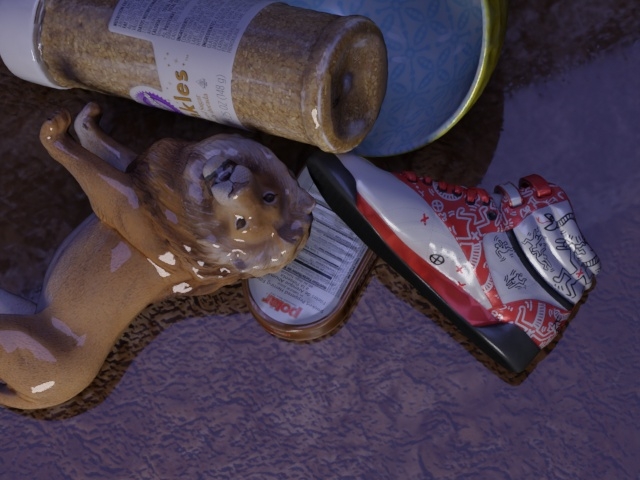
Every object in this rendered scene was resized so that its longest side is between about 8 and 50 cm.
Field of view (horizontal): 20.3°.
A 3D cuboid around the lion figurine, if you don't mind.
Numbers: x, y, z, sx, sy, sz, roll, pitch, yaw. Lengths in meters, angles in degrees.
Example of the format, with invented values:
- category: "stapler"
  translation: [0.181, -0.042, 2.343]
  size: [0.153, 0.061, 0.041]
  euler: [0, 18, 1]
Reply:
- category: "lion figurine"
  translation: [-0.200, 0.034, 1.600]
  size: [0.240, 0.142, 0.392]
  euler: [44, 103, 6]

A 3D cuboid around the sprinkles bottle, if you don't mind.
- category: "sprinkles bottle"
  translation: [-0.118, -0.169, 1.581]
  size: [0.355, 0.121, 0.121]
  euler: [15, 78, 29]

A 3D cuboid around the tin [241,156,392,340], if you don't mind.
- category: "tin"
  translation: [0.000, 0.000, 1.632]
  size: [0.106, 0.040, 0.190]
  euler: [27, 81, 15]

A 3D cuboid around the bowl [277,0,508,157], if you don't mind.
- category: "bowl"
  translation: [0.060, -0.236, 1.602]
  size: [0.289, 0.289, 0.156]
  euler: [40, 41, 12]

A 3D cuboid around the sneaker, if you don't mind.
- category: "sneaker"
  translation: [0.124, -0.023, 1.576]
  size: [0.270, 0.090, 0.145]
  euler: [43, 82, -6]
